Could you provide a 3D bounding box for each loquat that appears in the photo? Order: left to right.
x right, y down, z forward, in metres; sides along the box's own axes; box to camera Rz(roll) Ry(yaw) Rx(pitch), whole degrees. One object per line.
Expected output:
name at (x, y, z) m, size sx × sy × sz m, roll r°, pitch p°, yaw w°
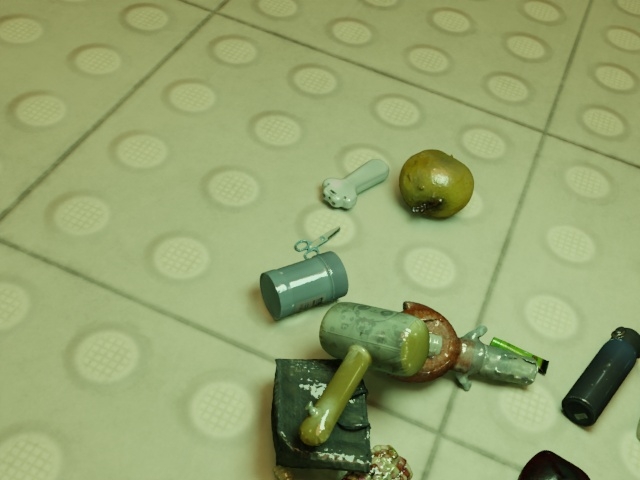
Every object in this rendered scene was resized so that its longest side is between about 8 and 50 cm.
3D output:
loquat at (0.269, -0.136, 1.795) m, size 0.172 × 0.149 × 0.204 m, roll 17°, pitch 36°, yaw 10°

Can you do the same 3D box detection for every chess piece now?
chess piece at (-0.048, 0.421, 1.312) m, size 0.035 × 0.035 × 0.092 m, roll -14°, pitch 56°, yaw -22°

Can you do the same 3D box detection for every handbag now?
handbag at (0.002, 0.298, 1.361) m, size 0.175 × 0.088 × 0.270 m, roll 2°, pitch 34°, yaw -5°

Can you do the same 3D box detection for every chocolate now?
chocolate at (0.412, 0.422, 1.355) m, size 0.149 × 0.080 × 0.125 m, roll 4°, pitch 44°, yaw 5°

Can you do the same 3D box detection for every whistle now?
whistle at (0.249, 0.215, 1.495) m, size 0.347 × 0.133 × 0.142 m, roll 15°, pitch 62°, yaw -9°

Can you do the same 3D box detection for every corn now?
corn at (0.047, 0.448, 1.273) m, size 0.092 × 0.092 × 0.280 m, roll 36°, pitch 57°, yaw 20°

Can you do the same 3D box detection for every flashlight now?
flashlight at (0.085, -0.135, 1.829) m, size 0.093 × 0.047 × 0.200 m, roll 39°, pitch 50°, yaw 22°

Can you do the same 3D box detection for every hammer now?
hammer at (0.047, 0.230, 1.328) m, size 0.202 × 0.113 × 0.305 m, roll 7°, pitch 39°, yaw 33°

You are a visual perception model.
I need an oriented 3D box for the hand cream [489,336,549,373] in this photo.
hand cream at (0.403, 0.231, 1.574) m, size 0.122 × 0.023 × 0.036 m, roll 26°, pitch 45°, yaw 8°

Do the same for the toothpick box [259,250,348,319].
toothpick box at (-0.033, 0.089, 1.567) m, size 0.153 × 0.101 × 0.101 m, roll -17°, pitch 54°, yaw -22°

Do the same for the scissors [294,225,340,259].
scissors at (0.000, 0.000, 1.711) m, size 0.119 × 0.014 × 0.058 m, roll -34°, pitch 63°, yaw -30°

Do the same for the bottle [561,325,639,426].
bottle at (0.562, 0.262, 1.540) m, size 0.244 × 0.072 × 0.082 m, roll -37°, pitch 104°, yaw -36°

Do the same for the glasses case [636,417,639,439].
glasses case at (0.780, 0.389, 1.466) m, size 0.337 × 0.076 × 0.144 m, roll 28°, pitch 49°, yaw 14°
